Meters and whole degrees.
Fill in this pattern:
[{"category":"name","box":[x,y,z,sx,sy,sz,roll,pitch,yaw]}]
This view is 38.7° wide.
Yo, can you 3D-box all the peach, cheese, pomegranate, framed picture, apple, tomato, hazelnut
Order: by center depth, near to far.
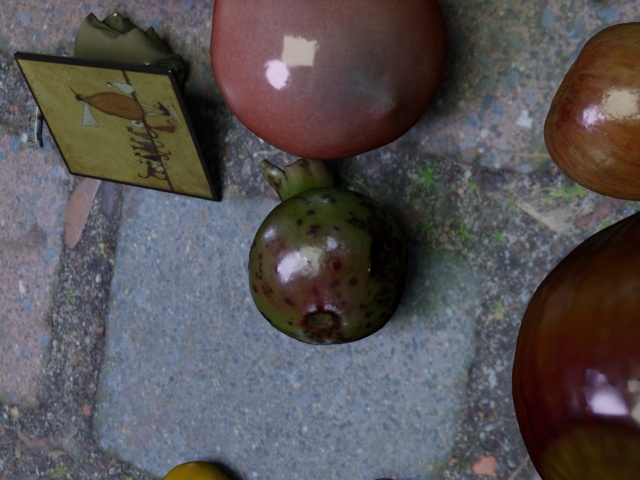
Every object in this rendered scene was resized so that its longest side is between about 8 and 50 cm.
[{"category":"hazelnut","box":[0.412,0.142,0.984,0.429,0.402,0.402,-7,90,41]},{"category":"apple","box":[0.372,-0.150,1.077,0.188,0.211,0.211,27,108,2]},{"category":"tomato","box":[0.011,-0.256,1.210,0.322,0.321,0.321,3,95,29]},{"category":"pomegranate","box":[-0.003,0.015,1.315,0.242,0.242,0.306,-58,31,20]},{"category":"framed picture","box":[-0.335,-0.187,1.500,0.339,0.014,0.255,12,136,29]},{"category":"peach","box":[-0.204,0.457,1.512,0.179,0.103,0.179,3,98,27]},{"category":"cheese","box":[-0.335,-0.295,1.531,0.202,0.091,0.175,48,113,17]}]

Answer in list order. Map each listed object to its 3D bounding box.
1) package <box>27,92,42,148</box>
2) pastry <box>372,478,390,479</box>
[{"category":"package","box":[-0.527,-0.224,1.688,0.037,0.015,0.110,10,98,34]},{"category":"pastry","box":[0.112,0.452,1.339,0.182,0.093,0.192,3,95,27]}]
